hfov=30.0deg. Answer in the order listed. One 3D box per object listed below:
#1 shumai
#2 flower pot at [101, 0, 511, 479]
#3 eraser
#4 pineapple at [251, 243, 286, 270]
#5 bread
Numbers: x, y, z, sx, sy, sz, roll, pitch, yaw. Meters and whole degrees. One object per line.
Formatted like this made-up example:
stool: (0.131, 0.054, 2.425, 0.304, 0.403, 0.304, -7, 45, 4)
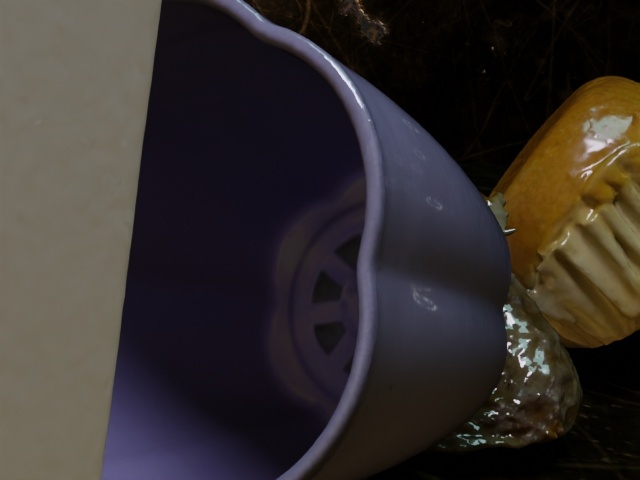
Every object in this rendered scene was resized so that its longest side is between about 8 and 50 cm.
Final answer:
shumai: (0.084, 0.042, 0.793, 0.206, 0.175, 0.166, 13, 10, 7)
flower pot: (-0.026, 0.030, 0.633, 0.265, 0.265, 0.243, 15, -2, 32)
eraser: (-0.112, 0.026, 0.365, 0.076, 0.298, 0.078, 1, 13, -40)
pineapple: (-0.138, 0.037, 0.854, 0.335, 0.158, 0.161, 2, 51, 1)
bread: (0.245, -0.034, 1.111, 0.183, 0.236, 0.388, 51, 2, -3)
